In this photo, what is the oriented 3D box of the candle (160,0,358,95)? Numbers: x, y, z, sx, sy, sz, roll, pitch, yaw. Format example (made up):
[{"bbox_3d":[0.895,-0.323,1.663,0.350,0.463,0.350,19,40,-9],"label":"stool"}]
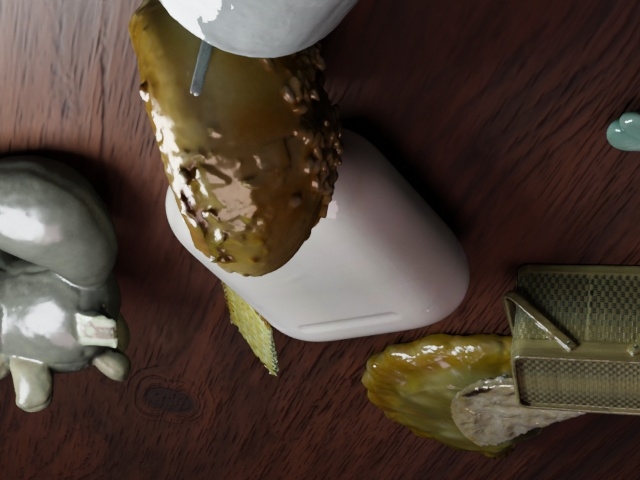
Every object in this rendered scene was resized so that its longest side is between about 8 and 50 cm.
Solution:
[{"bbox_3d":[-0.033,-0.290,1.293,0.221,0.221,0.342,20,152,-18],"label":"candle"}]

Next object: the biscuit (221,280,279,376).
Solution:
[{"bbox_3d":[-0.097,0.109,2.082,0.016,0.144,0.203,-30,153,-13],"label":"biscuit"}]

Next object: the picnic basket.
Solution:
[{"bbox_3d":[0.370,0.128,1.971,0.266,0.139,0.165,2,149,13],"label":"picnic basket"}]

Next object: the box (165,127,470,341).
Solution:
[{"bbox_3d":[0.000,-0.001,1.849,0.288,0.141,0.349,-12,143,29],"label":"box"}]

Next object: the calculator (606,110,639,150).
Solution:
[{"bbox_3d":[0.452,-0.072,1.650,0.295,0.042,0.184,25,159,4],"label":"calculator"}]

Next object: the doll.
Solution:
[{"bbox_3d":[-0.437,0.031,2.007,0.382,0.252,0.379,4,118,2],"label":"doll"}]

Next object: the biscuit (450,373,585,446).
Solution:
[{"bbox_3d":[0.262,0.229,2.130,0.133,0.032,0.250,30,146,-23],"label":"biscuit"}]

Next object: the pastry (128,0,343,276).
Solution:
[{"bbox_3d":[-0.070,-0.118,1.551,0.184,0.284,0.316,-16,131,1],"label":"pastry"}]

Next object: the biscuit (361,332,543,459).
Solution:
[{"bbox_3d":[0.236,0.241,2.267,0.329,0.078,0.335,-8,143,31],"label":"biscuit"}]
